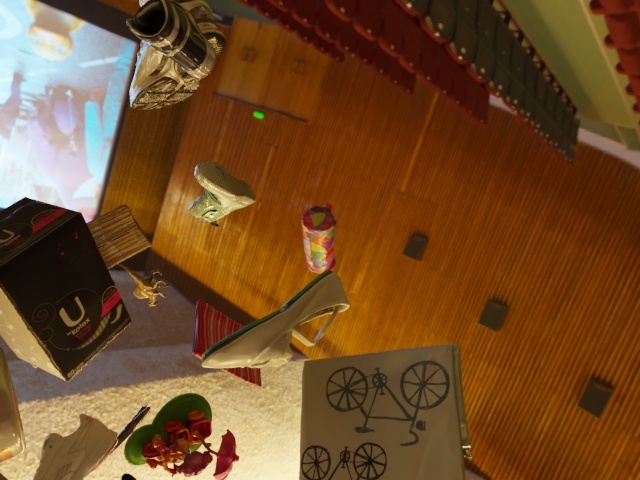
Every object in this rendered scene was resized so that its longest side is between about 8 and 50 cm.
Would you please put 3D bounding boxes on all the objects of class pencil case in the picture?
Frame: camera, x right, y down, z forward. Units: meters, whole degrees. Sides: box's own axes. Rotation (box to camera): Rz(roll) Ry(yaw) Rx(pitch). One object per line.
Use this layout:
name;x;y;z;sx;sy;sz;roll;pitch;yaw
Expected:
pencil case;0.000;0.000;1.365;0.104;0.104;0.236;21;145;15

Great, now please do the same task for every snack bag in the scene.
snack bag;0.105;0.363;0.813;0.323;0.342;0.037;-13;145;24

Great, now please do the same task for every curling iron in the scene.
curling iron;-0.605;0.602;1.442;0.035;0.068;0.274;36;-174;-3

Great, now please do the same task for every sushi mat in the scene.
sushi mat;-0.666;0.030;1.309;0.316;0.151;0.019;-31;-148;-20

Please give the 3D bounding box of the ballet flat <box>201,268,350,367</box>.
ballet flat;-0.075;0.204;1.052;0.139;0.139;0.400;25;-138;37

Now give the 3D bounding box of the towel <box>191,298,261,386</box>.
towel;-0.275;0.310;1.380;0.275;0.031;0.199;42;-156;-37

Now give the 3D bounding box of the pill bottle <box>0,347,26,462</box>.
pill bottle;-0.527;0.241;0.549;0.272;0.152;0.152;-13;-153;-35

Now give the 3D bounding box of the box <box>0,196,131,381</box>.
box;-0.477;0.086;0.799;0.143;0.270;0.165;14;-137;22

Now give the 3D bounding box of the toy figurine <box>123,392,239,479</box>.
toy figurine;-0.220;0.358;0.785;0.159;0.130;0.173;7;-170;44

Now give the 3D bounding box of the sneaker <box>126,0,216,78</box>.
sneaker;-0.333;-0.459;0.941;0.282;0.099;0.153;50;-167;29

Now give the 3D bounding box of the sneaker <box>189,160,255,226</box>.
sneaker;-0.270;-0.102;1.118;0.094;0.151;0.256;62;-171;14

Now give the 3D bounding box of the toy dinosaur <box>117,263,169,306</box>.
toy dinosaur;-0.491;0.126;1.301;0.093;0.183;0.053;-29;-141;-12

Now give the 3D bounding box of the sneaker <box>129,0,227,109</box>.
sneaker;-0.439;-0.560;1.283;0.447;0.257;0.169;-21;180;45

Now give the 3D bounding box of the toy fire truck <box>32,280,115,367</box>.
toy fire truck;-0.701;0.186;1.267;0.169;0.302;0.254;53;-163;-7

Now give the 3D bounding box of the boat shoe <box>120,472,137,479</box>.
boat shoe;-0.537;0.741;1.343;0.142;0.040;0.049;35;-131;16

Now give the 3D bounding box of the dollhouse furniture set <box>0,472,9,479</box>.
dollhouse furniture set;-0.673;0.564;0.792;0.161;0.242;0.212;37;-175;6

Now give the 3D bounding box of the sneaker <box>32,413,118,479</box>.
sneaker;-0.666;0.578;1.139;0.152;0.114;0.305;44;-133;-4
